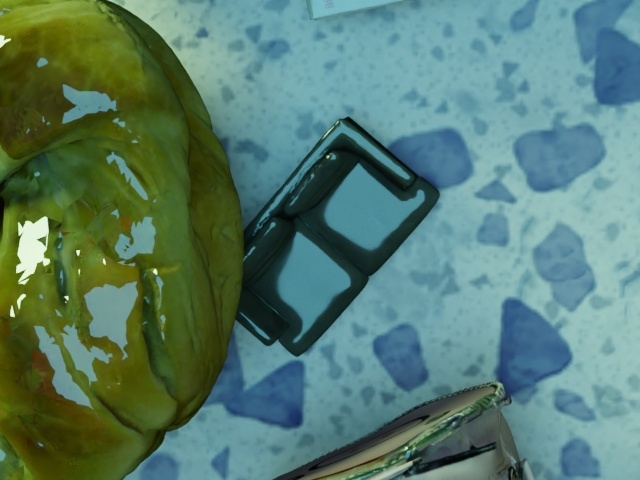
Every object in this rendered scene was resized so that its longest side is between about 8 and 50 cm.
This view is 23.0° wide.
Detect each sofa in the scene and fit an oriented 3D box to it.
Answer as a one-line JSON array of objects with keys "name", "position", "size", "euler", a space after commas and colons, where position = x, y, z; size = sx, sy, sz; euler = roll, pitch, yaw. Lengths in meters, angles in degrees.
[{"name": "sofa", "position": [0.000, 0.000, 1.014], "size": [0.085, 0.060, 0.147], "euler": [42, 101, 0]}]

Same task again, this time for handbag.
[{"name": "handbag", "position": [0.042, 0.178, 0.979], "size": [0.205, 0.179, 0.116], "euler": [-22, 88, 9]}]

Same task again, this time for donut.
[{"name": "donut", "position": [-0.211, 0.000, 0.970], "size": [0.360, 0.170, 0.360], "euler": [2, 97, 19]}]

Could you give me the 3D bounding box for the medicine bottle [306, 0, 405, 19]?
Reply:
[{"name": "medicine bottle", "position": [0.054, -0.251, 0.976], "size": [0.171, 0.052, 0.201], "euler": [-10, 98, 9]}]
